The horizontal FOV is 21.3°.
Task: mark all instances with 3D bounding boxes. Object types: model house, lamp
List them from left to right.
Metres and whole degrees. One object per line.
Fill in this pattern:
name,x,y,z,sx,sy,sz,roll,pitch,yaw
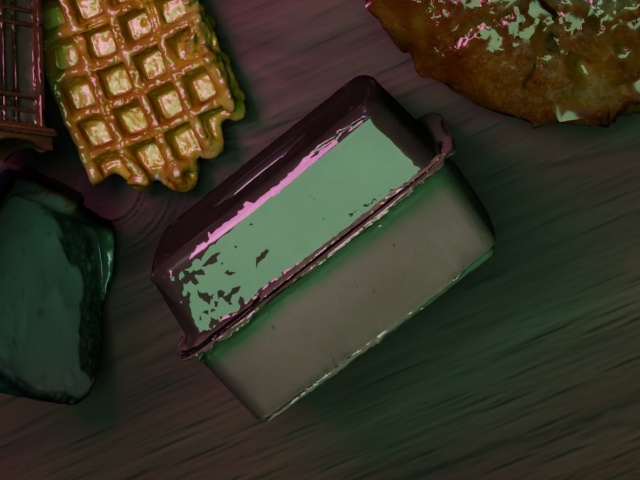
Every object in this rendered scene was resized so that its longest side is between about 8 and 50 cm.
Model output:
model house,-0.349,0.015,1.480,0.291,0.253,0.184,14,84,21
lamp,-0.296,-0.235,1.481,0.089,0.090,0.325,-10,81,39

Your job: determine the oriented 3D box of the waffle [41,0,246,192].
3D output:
waffle,-0.156,-0.142,1.526,0.160,0.055,0.211,-24,88,9

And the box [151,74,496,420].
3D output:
box,0.000,0.000,1.437,0.290,0.220,0.166,-38,102,7

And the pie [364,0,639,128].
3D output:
pie,0.175,-0.259,1.459,0.288,0.103,0.354,-42,92,7
